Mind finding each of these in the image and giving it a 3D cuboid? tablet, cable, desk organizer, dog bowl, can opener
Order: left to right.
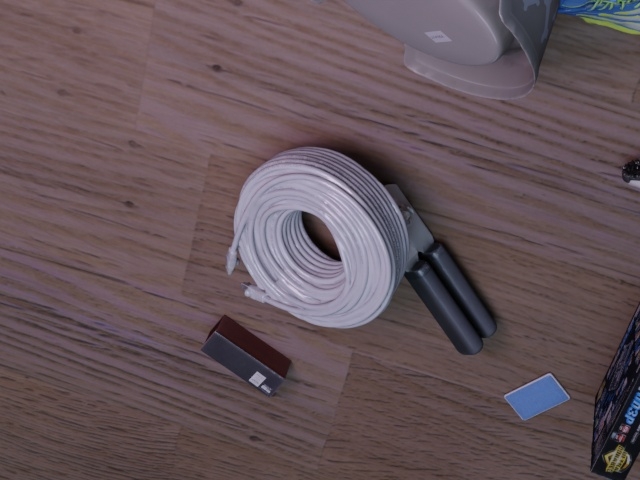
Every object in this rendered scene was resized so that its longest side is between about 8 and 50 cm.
[{"bbox_3d":[-0.111,0.174,1.822,0.130,0.050,0.047,36,121,-8],"label":"desk organizer"},{"bbox_3d":[0.000,0.000,1.626,0.257,0.089,0.257,29,132,20],"label":"cable"},{"bbox_3d":[0.112,-0.297,1.357,0.348,0.349,0.102,33,83,-6],"label":"dog bowl"},{"bbox_3d":[0.143,0.039,1.685,0.280,0.074,0.093,51,151,-14],"label":"can opener"},{"bbox_3d":[0.319,0.231,1.779,0.083,0.006,0.054,-31,108,27],"label":"tablet"}]

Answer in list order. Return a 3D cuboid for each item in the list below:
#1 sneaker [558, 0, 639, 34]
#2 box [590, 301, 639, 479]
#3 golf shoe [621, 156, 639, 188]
[{"bbox_3d":[0.323,-0.284,1.413,0.240,0.126,0.091,16,122,4],"label":"sneaker"},{"bbox_3d":[0.428,0.190,1.631,0.051,0.175,0.220,19,121,4],"label":"box"},{"bbox_3d":[0.480,-0.055,1.537,0.198,0.077,0.094,8,121,10],"label":"golf shoe"}]
